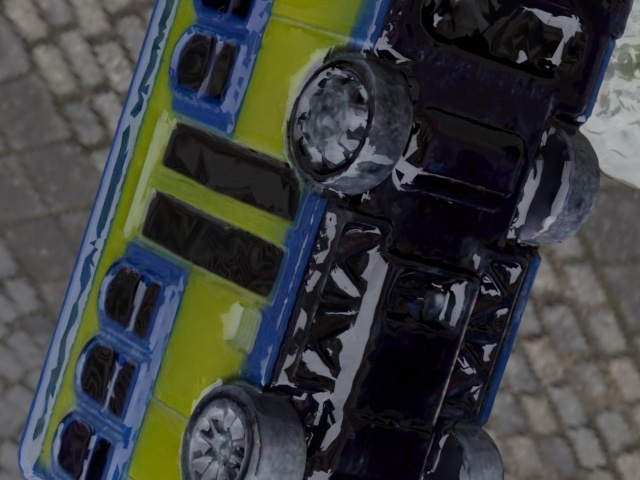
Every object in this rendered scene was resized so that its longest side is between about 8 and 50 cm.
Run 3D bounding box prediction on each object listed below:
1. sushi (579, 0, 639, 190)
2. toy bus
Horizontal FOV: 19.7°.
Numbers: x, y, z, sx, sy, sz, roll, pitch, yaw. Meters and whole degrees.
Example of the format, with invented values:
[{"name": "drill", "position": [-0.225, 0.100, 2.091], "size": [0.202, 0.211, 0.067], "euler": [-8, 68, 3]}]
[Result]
[{"name": "sushi", "position": [0.375, -0.223, 1.901], "size": [0.281, 0.294, 0.299], "euler": [-28, 111, 29]}, {"name": "toy bus", "position": [0.000, 0.000, 0.770], "size": [0.138, 0.288, 0.175], "euler": [14, -174, -38]}]
